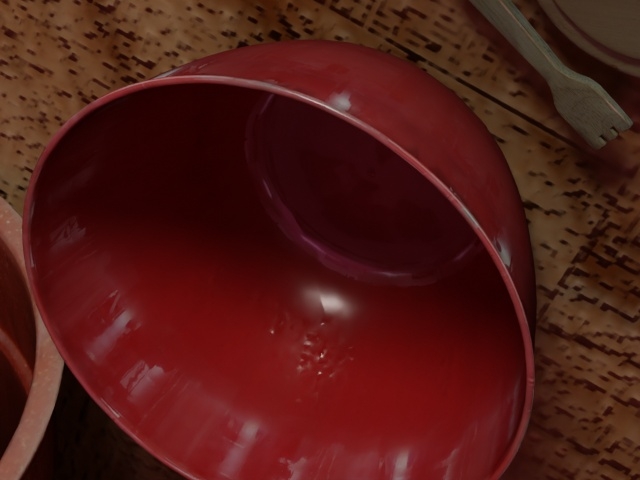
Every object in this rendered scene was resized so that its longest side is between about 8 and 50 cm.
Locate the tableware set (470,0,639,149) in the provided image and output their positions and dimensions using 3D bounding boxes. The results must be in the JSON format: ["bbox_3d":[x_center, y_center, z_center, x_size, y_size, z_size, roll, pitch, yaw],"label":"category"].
[{"bbox_3d":[0.138,-0.052,0.505,0.194,0.039,0.128,49,144,-5],"label":"tableware set"}]

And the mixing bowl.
[{"bbox_3d":[0.000,0.000,0.575,0.181,0.098,0.181,14,130,17],"label":"mixing bowl"}]

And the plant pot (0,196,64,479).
[{"bbox_3d":[-0.219,0.142,0.708,0.272,0.272,0.265,14,139,18],"label":"plant pot"}]
